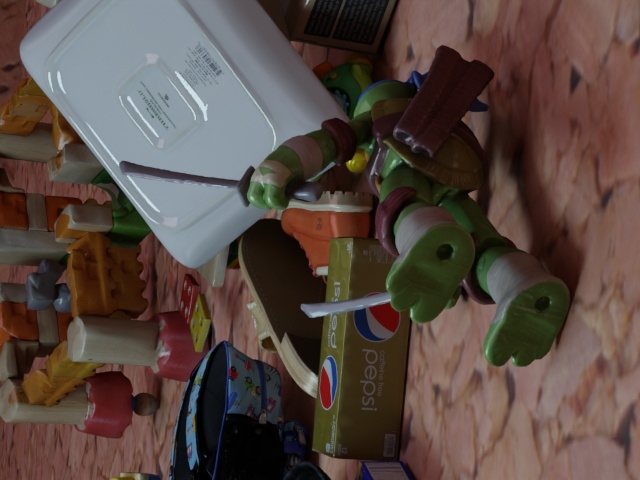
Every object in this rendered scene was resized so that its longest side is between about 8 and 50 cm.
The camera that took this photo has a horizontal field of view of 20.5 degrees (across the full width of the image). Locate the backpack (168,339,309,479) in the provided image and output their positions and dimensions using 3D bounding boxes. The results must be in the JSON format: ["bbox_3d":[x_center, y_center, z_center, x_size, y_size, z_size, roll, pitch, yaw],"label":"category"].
[{"bbox_3d":[-0.080,0.190,1.690,0.158,0.117,0.173,127,152,-56],"label":"backpack"}]

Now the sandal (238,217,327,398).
[{"bbox_3d":[-0.034,0.080,1.631,0.079,0.088,0.240,-66,30,30],"label":"sandal"}]

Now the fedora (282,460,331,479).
[{"bbox_3d":[-0.048,0.335,1.411,0.334,0.153,0.334,173,90,-77],"label":"fedora"}]

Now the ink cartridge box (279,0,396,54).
[{"bbox_3d":[0.019,-0.314,1.593,0.234,0.088,0.193,-106,29,-47],"label":"ink cartridge box"}]

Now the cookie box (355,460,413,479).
[{"bbox_3d":[0.053,0.237,1.390,0.107,0.040,0.091,-123,41,-64],"label":"cookie box"}]

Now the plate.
[{"bbox_3d":[-0.135,-0.129,1.597,0.277,0.045,0.278,53,133,-2],"label":"plate"}]

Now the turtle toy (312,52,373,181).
[{"bbox_3d":[0.010,-0.105,1.585,0.095,0.066,0.130,-105,27,-47],"label":"turtle toy"}]

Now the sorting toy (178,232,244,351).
[{"bbox_3d":[-0.104,-0.018,1.939,0.132,0.046,0.274,-143,61,-69],"label":"sorting toy"}]

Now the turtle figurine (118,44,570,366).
[{"bbox_3d":[0.041,0.008,1.264,0.197,0.275,0.266,66,174,-32],"label":"turtle figurine"}]

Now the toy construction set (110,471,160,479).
[{"bbox_3d":[-0.148,0.410,1.778,0.215,0.151,0.327,31,124,44],"label":"toy construction set"}]

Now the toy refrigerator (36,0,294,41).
[{"bbox_3d":[-0.135,-0.263,1.739,0.094,0.270,0.102,-148,64,-65],"label":"toy refrigerator"}]

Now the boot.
[{"bbox_3d":[0.000,0.000,1.606,0.158,0.059,0.084,178,93,-71],"label":"boot"}]

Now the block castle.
[{"bbox_3d":[-0.271,-0.002,2.203,0.303,0.213,0.453,-40,53,49],"label":"block castle"}]

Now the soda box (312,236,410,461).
[{"bbox_3d":[0.035,0.089,1.463,0.061,0.058,0.181,180,96,-72],"label":"soda box"}]
